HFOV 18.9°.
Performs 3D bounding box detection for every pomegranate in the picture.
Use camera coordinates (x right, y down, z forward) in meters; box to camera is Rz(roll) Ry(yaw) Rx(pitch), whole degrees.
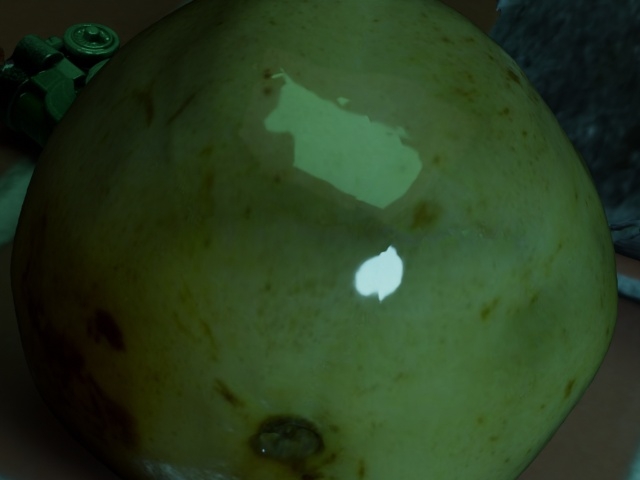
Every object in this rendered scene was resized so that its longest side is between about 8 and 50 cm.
[{"bbox_3d":[0.000,0.000,0.968,0.319,0.319,0.319,11,33,-7],"label":"pomegranate"}]

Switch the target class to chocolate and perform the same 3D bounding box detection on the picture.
[{"bbox_3d":[0.275,-0.100,1.276,0.213,0.303,0.303,25,23,-36],"label":"chocolate"}]

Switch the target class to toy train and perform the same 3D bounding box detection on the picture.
[{"bbox_3d":[-0.139,-0.072,1.224,0.104,0.071,0.178,-29,53,-34],"label":"toy train"}]

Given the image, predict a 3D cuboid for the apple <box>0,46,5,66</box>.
[{"bbox_3d":[-0.314,-0.062,0.921,0.317,0.288,0.288,-6,34,3],"label":"apple"}]
